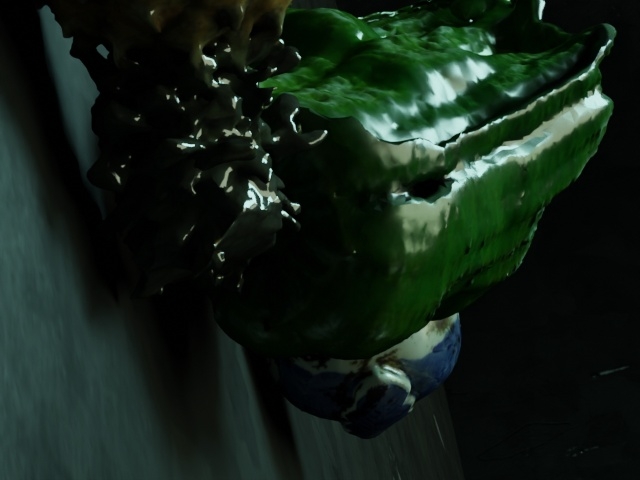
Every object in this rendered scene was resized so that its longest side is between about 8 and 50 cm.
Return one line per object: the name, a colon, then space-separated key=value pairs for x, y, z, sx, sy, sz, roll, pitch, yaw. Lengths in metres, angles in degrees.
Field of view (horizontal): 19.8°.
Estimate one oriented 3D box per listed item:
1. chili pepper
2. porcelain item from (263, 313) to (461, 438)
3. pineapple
chili pepper: x=0.043 y=-0.048 z=1.045 sx=0.385 sy=0.213 sz=0.167 roll=-37 pitch=141 yaw=-57
porcelain item: x=0.000 y=0.000 z=1.269 sx=0.186 sy=0.138 sz=0.288 roll=105 pitch=-31 yaw=-65
pineapple: x=-0.068 y=-0.099 z=0.802 sx=0.158 sy=0.158 sz=0.278 roll=-82 pitch=168 yaw=-77
